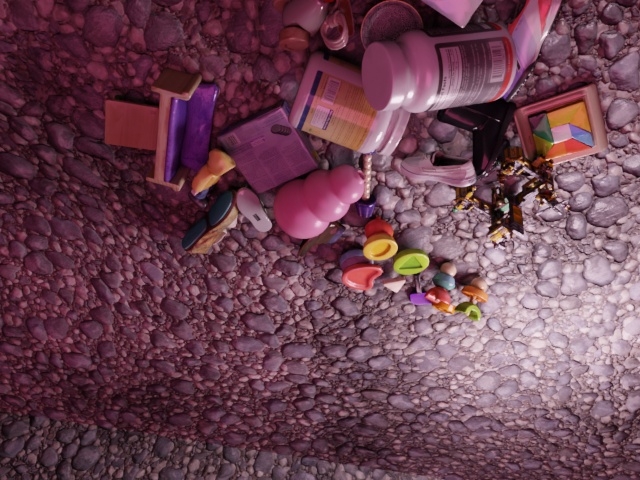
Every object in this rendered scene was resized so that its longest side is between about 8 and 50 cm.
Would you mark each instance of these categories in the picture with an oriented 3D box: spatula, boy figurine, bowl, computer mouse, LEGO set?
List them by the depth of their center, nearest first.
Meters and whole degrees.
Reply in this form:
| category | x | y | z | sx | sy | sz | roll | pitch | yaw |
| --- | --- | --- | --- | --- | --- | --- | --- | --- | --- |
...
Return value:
| category | x | y | z | sx | sy | sz | roll | pitch | yaw |
| --- | --- | --- | --- | --- | --- | --- | --- | --- | --- |
| bowl | 0.197 | -0.586 | 1.487 | 0.170 | 0.080 | 0.170 | 3 | 129 | 4 |
| LEGO set | 0.588 | -0.116 | 1.704 | 0.255 | 0.192 | 0.331 | 32 | 137 | -24 |
| computer mouse | 0.609 | -0.268 | 1.722 | 0.242 | 0.041 | 0.071 | 24 | 108 | -18 |
| boy figurine | -0.351 | -0.218 | 1.784 | 0.092 | 0.177 | 0.285 | 48 | 144 | -2 |
| spatula | 0.376 | 0.156 | 2.089 | 0.084 | 0.030 | 0.296 | -7 | 128 | 15 |

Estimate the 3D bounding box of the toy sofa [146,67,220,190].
| category | x | y | z | sx | sy | sz | roll | pitch | yaw |
| --- | --- | --- | --- | --- | --- | --- | --- | --- | --- |
| toy sofa | -0.441 | -0.344 | 1.720 | 0.177 | 0.150 | 0.362 | 16 | 129 | -4 |

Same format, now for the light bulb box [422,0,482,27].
| category | x | y | z | sx | sy | sz | roll | pitch | yaw |
| --- | --- | --- | --- | --- | --- | --- | --- | --- | --- |
| light bulb box | 0.288 | -0.763 | 1.241 | 0.361 | 0.225 | 0.357 | 27 | 127 | -13 |

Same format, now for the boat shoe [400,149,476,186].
| category | x | y | z | sx | sy | sz | roll | pitch | yaw |
| --- | --- | --- | --- | --- | --- | --- | --- | --- | --- |
| boat shoe | 0.357 | -0.236 | 1.675 | 0.268 | 0.096 | 0.088 | 25 | 143 | 46 |

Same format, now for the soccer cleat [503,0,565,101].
| category | x | y | z | sx | sy | sz | roll | pitch | yaw |
| --- | --- | --- | --- | --- | --- | --- | --- | --- | --- |
| soccer cleat | 0.554 | -0.540 | 1.478 | 0.117 | 0.108 | 0.318 | 26 | 132 | 13 |

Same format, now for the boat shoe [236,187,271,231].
| category | x | y | z | sx | sy | sz | roll | pitch | yaw |
| --- | --- | --- | --- | --- | --- | --- | --- | --- | --- |
| boat shoe | -0.241 | -0.118 | 1.899 | 0.078 | 0.070 | 0.219 | -23 | 139 | 2 |

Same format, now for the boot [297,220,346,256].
| category | x | y | z | sx | sy | sz | roll | pitch | yaw |
| --- | --- | --- | --- | --- | --- | --- | --- | --- | --- |
| boot | 0.000 | 0.000 | 1.982 | 0.106 | 0.082 | 0.219 | 28 | 125 | -11 |

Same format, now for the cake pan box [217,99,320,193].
| category | x | y | z | sx | sy | sz | roll | pitch | yaw |
| --- | --- | --- | --- | --- | --- | --- | --- | --- | --- |
| cake pan box | -0.171 | -0.299 | 1.774 | 0.267 | 0.070 | 0.245 | -21 | 121 | 22 |

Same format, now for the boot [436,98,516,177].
| category | x | y | z | sx | sy | sz | roll | pitch | yaw |
| --- | --- | --- | --- | --- | --- | --- | --- | --- | --- |
| boot | 0.443 | -0.334 | 1.613 | 0.207 | 0.094 | 0.246 | 18 | 103 | -4 |

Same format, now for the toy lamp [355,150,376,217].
| category | x | y | z | sx | sy | sz | roll | pitch | yaw |
| --- | --- | --- | --- | --- | --- | --- | --- | --- | --- |
| toy lamp | 0.156 | -0.199 | 1.806 | 0.080 | 0.080 | 0.274 | 5 | 128 | 4 |

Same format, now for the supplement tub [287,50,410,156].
| category | x | y | z | sx | sy | sz | roll | pitch | yaw |
| --- | --- | --- | --- | --- | --- | --- | --- | --- | --- |
| supplement tub | 0.086 | -0.389 | 1.564 | 0.317 | 0.228 | 0.228 | 20 | 128 | -8 |

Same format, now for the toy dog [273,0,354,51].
| category | x | y | z | sx | sy | sz | roll | pitch | yaw |
| --- | --- | --- | --- | --- | --- | --- | --- | --- | --- |
| toy dog | 0.020 | -0.604 | 1.414 | 0.334 | 0.161 | 0.219 | 21 | 107 | 43 |

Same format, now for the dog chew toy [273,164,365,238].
| category | x | y | z | sx | sy | sz | roll | pitch | yaw |
| --- | --- | --- | --- | --- | --- | --- | --- | --- | --- |
| dog chew toy | 0.003 | -0.140 | 1.781 | 0.332 | 0.206 | 0.206 | -28 | 120 | 31 |

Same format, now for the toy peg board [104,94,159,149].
| category | x | y | z | sx | sy | sz | roll | pitch | yaw |
| --- | --- | --- | --- | --- | --- | --- | --- | --- | --- |
| toy peg board | -0.615 | -0.394 | 1.762 | 0.161 | 0.079 | 0.161 | 5 | 131 | -17 |

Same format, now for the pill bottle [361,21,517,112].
| category | x | y | z | sx | sy | sz | roll | pitch | yaw |
| --- | --- | --- | --- | --- | --- | --- | --- | --- | --- |
| pill bottle | 0.307 | -0.451 | 1.414 | 0.363 | 0.210 | 0.210 | -12 | 131 | -18 |

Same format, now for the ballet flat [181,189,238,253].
| category | x | y | z | sx | sy | sz | roll | pitch | yaw |
| --- | --- | --- | --- | --- | --- | --- | --- | --- | --- |
| ballet flat | -0.376 | -0.061 | 1.974 | 0.123 | 0.123 | 0.349 | 37 | 123 | -20 |

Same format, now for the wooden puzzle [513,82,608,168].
| category | x | y | z | sx | sy | sz | roll | pitch | yaw |
| --- | --- | --- | --- | --- | --- | --- | --- | --- | --- |
| wooden puzzle | 0.731 | -0.334 | 1.631 | 0.239 | 0.044 | 0.220 | -18 | 118 | 19 |

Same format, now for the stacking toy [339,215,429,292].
| category | x | y | z | sx | sy | sz | roll | pitch | yaw |
| --- | --- | --- | --- | --- | --- | --- | --- | --- | --- |
| stacking toy | 0.231 | 0.057 | 2.003 | 0.280 | 0.130 | 0.309 | 14 | 138 | -24 |

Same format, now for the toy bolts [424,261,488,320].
| category | x | y | z | sx | sy | sz | roll | pitch | yaw |
| --- | --- | --- | --- | --- | --- | --- | --- | --- | --- |
| toy bolts | 0.505 | 0.184 | 2.064 | 0.229 | 0.158 | 0.218 | 29 | 167 | -28 |
